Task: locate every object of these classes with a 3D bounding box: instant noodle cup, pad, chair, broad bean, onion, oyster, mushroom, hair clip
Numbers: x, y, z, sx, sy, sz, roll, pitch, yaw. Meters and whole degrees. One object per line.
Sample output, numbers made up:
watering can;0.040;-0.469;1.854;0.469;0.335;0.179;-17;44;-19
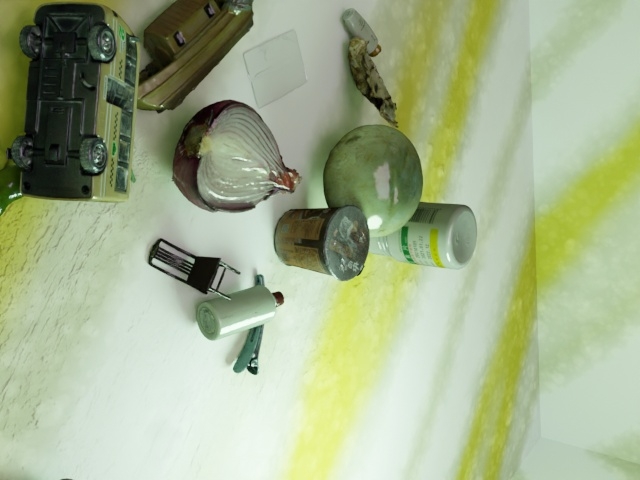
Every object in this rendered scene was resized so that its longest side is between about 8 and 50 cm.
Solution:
instant noodle cup;0.000;0.000;1.927;0.217;0.207;0.218;-11;103;-52
pad;-0.119;-0.472;1.866;0.232;0.004;0.157;-41;126;-41
chair;-0.303;0.067;1.636;0.212;0.101;0.084;38;66;-49
broad bean;-0.641;-0.063;1.223;0.318;0.056;0.098;-29;113;-45
onion;-0.214;-0.190;1.663;0.348;0.159;0.267;25;88;-49
oyster;0.158;-0.472;2.092;0.166;0.094;0.294;37;33;-66
mushroom;0.157;-0.184;2.062;0.352;0.260;0.352;-6;99;-43
hair clip;-0.183;0.230;1.871;0.083;0.048;0.275;21;74;-48

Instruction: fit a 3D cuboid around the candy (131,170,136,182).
candy;-0.435;-0.212;1.476;0.060;0.060;0.201;-44;136;-39

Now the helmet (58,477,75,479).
helmet;-0.556;0.567;1.352;0.253;0.154;0.198;0;133;-43

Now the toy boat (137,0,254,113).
toy boat;-0.304;-0.448;1.536;0.445;0.135;0.162;-57;130;-29

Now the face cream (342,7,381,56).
face cream;0.131;-0.647;2.121;0.182;0.051;0.072;41;60;-48

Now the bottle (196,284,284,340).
bottle;-0.195;0.179;1.765;0.245;0.104;0.104;-14;106;-42

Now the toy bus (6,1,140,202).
toy bus;-0.456;-0.255;1.304;0.202;0.176;0.366;4;91;-76

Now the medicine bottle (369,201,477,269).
medicine bottle;0.316;-0.025;2.218;0.208;0.339;0.208;-10;103;-51
